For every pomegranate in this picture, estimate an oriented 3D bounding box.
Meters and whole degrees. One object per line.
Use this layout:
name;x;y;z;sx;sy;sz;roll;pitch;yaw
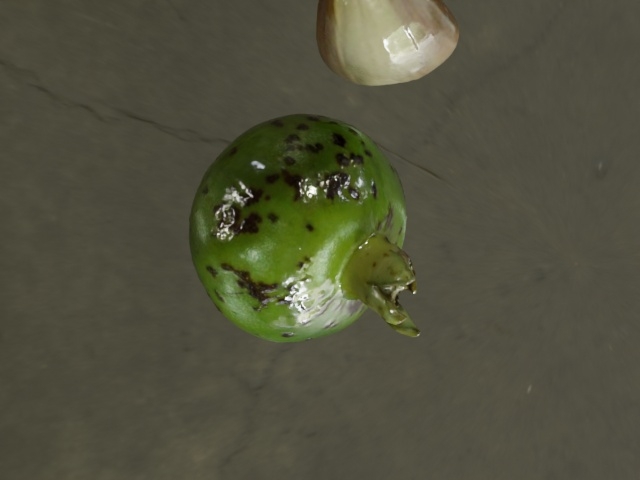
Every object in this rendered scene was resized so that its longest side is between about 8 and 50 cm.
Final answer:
pomegranate;0.000;0.000;1.571;0.263;0.211;0.211;29;94;32

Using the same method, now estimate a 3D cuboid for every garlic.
garlic;0.055;-0.191;1.579;0.128;0.207;0.115;39;98;3
